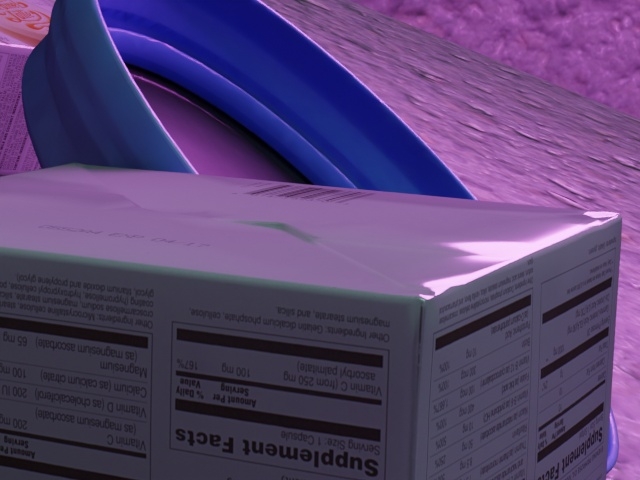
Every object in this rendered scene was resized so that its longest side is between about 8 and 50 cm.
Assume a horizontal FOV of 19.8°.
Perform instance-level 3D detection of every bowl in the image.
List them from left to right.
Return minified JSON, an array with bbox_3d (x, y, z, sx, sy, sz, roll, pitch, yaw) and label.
[{"bbox_3d":[0.000,0.000,0.998,0.391,0.077,0.391,41,18,-16],"label":"bowl"}]

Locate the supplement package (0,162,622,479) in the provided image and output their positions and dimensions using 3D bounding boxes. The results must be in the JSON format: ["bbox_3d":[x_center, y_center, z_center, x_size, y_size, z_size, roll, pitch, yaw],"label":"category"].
[{"bbox_3d":[-0.042,0.060,0.697,0.262,0.145,0.204,7,11,26],"label":"supplement package"}]

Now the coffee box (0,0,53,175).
[{"bbox_3d":[-0.264,-0.116,1.235,0.141,0.098,0.246,32,19,35],"label":"coffee box"}]
